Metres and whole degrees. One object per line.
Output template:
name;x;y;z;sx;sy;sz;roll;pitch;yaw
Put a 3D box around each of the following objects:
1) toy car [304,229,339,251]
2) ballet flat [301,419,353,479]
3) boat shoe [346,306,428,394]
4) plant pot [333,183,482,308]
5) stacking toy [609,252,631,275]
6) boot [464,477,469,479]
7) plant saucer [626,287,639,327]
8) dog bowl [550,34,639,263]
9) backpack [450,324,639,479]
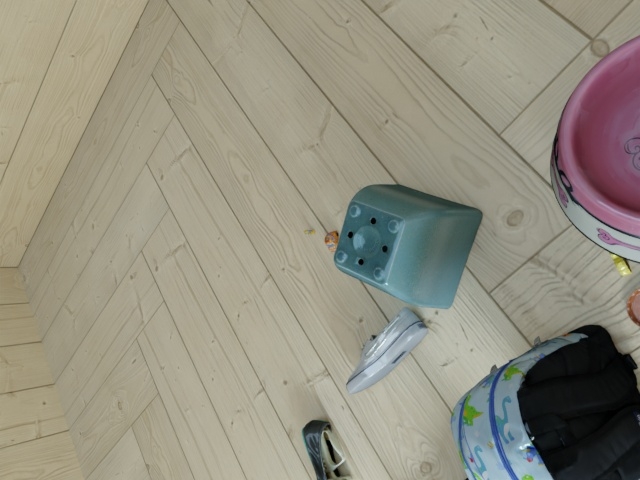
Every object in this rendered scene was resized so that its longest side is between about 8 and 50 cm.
toy car;0.000;0.000;1.387;0.121;0.040;0.060;4;91;38
ballet flat;0.027;0.618;1.313;0.096;0.095;0.281;-26;72;23
boat shoe;0.147;0.274;1.227;0.268;0.096;0.088;-52;55;24
plant pot;0.172;0.008;1.115;0.247;0.252;0.248;24;103;36
stacking toy;0.587;-0.068;0.912;0.166;0.052;0.221;-32;69;33
boot;0.374;0.698;1.004;0.348;0.131;0.260;40;112;33
plant saucer;0.612;0.125;0.909;0.083;0.013;0.084;-2;87;39
dog bowl;0.586;-0.166;0.809;0.407;0.150;0.409;-9;73;32
backpack;0.402;0.319;0.853;0.273;0.355;0.291;-28;72;36
